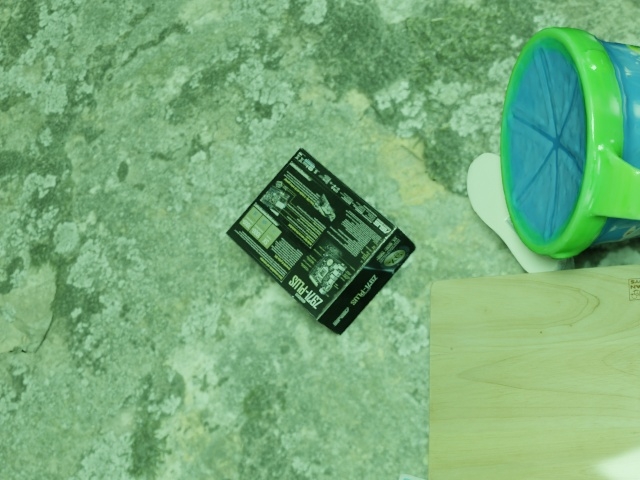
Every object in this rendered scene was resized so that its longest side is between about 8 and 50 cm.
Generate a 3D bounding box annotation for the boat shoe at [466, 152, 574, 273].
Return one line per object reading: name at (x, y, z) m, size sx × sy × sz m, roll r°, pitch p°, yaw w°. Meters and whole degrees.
boat shoe at (0.234, -0.026, 1.251) m, size 0.066 × 0.063 × 0.184 m, roll -47°, pitch 52°, yaw 14°

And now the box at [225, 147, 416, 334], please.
box at (0.000, 0.000, 1.336) m, size 0.180 × 0.077 × 0.147 m, roll 41°, pitch 91°, yaw 30°

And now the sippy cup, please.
sippy cup at (0.331, -0.101, 1.129) m, size 0.224 × 0.240 × 0.306 m, roll -1°, pitch 59°, yaw -13°

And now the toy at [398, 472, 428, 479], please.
toy at (0.166, 0.340, 1.153) m, size 0.237 × 0.056 × 0.137 m, roll 11°, pitch 75°, yaw 27°

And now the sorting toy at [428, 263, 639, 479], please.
sorting toy at (0.251, 0.167, 1.156) m, size 0.257 × 0.089 × 0.256 m, roll -5°, pitch 68°, yaw 21°
